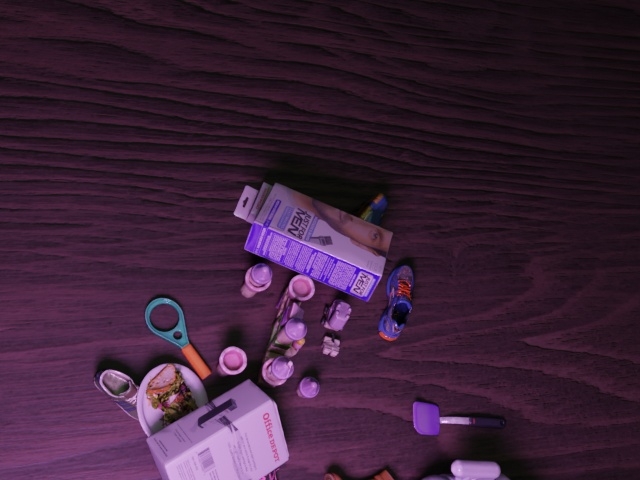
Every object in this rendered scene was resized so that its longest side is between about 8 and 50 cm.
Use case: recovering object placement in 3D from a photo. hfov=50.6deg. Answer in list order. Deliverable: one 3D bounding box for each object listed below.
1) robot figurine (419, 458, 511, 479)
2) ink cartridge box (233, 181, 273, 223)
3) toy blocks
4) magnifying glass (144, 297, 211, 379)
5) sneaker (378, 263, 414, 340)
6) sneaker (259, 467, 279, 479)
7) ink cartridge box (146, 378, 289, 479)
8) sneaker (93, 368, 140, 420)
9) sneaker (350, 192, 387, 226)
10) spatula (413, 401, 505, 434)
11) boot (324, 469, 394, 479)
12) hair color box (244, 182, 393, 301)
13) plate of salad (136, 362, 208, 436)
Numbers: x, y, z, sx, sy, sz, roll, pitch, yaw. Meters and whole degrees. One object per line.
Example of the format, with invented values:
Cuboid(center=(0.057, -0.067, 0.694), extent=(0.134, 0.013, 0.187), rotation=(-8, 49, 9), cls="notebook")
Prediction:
Cuboid(center=(0.359, 0.680, 1.670), extent=(0.353, 0.199, 0.300), rotation=(5, 98, -19), cls="robot figurine")
Cuboid(center=(-0.133, -0.085, 1.852), extent=(0.181, 0.061, 0.104), rotation=(25, 64, -10), cls="ink cartridge box")
Cuboid(center=(-0.064, 0.221, 1.652), extent=(0.308, 0.260, 0.289), rotation=(20, 65, -12), cls="toy blocks")
Cuboid(center=(-0.348, 0.243, 1.673), extent=(0.092, 0.026, 0.231), rotation=(-35, 86, -27), cls="magnifying glass")
Cuboid(center=(0.226, 0.167, 1.875), extent=(0.083, 0.087, 0.221), rotation=(18, 66, -14), cls="sneaker")
Cuboid(center=(-0.127, 0.586, 1.618), extent=(0.057, 0.047, 0.120), rotation=(22, 65, -24), cls="sneaker")
Cuboid(center=(-0.225, 0.472, 1.529), extent=(0.272, 0.114, 0.197), rotation=(-26, 123, -26), cls="ink cartridge box")
Cuboid(center=(-0.439, 0.359, 1.561), extent=(0.192, 0.086, 0.064), rotation=(35, 63, -5), cls="sneaker")
Cuboid(center=(0.117, 0.005, 1.897), extent=(0.131, 0.112, 0.297), rotation=(39, 71, -11), cls="sneaker")
Cuboid(center=(0.380, 0.491, 1.842), extent=(0.296, 0.030, 0.084), rotation=(9, 69, -17), cls="spatula")
Cuboid(center=(0.110, 0.617, 1.677), extent=(0.152, 0.073, 0.197), rotation=(-36, 98, -26), cls="boot")
Cuboid(center=(0.000, 0.000, 1.714), extent=(0.338, 0.110, 0.185), rotation=(24, 40, -2), cls="hair color box")
Cuboid(center=(-0.335, 0.383, 1.577), extent=(0.199, 0.048, 0.200), rotation=(26, 52, -39), cls="plate of salad")
